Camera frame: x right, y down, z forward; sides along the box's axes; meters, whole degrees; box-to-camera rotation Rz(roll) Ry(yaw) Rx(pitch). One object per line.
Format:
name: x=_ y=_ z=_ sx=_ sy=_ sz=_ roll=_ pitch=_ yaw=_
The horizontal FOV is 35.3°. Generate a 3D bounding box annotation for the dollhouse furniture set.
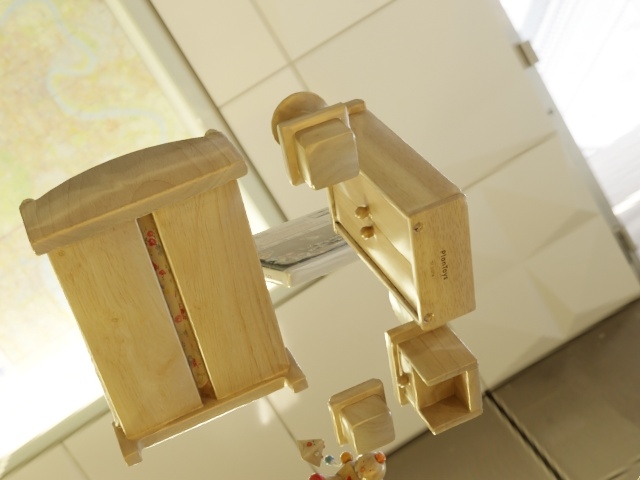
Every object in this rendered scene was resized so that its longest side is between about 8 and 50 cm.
dollhouse furniture set: x=-0.082 y=0.045 z=0.750 sx=0.355 sy=0.303 sz=0.174 roll=-21 pitch=-145 yaw=-13

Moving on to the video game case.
video game case: x=0.000 y=0.000 z=1.068 sx=0.190 sy=0.022 sz=0.173 roll=-21 pitch=-164 yaw=-29

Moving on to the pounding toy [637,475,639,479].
pounding toy: x=0.510 y=0.308 z=1.402 sx=0.154 sy=0.270 sz=0.154 roll=-7 pitch=-149 yaw=19

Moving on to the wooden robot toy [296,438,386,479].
wooden robot toy: x=0.044 y=0.271 z=1.118 sx=0.079 sy=0.173 sz=0.076 roll=-46 pitch=150 yaw=17
